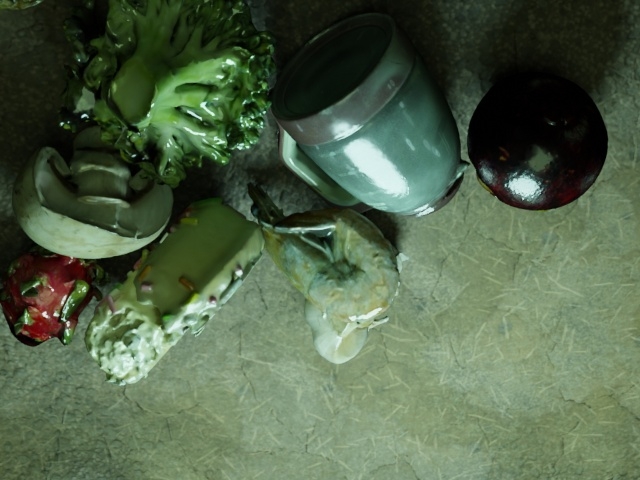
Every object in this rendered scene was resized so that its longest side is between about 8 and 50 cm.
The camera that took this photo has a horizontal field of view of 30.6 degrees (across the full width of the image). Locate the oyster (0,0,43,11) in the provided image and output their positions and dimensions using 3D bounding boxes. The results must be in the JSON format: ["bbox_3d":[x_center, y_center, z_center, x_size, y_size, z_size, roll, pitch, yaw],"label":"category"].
[{"bbox_3d":[-0.364,-0.441,1.694,0.166,0.110,0.341,33,132,-23],"label":"oyster"}]

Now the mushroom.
[{"bbox_3d":[-0.384,-0.068,1.903,0.253,0.195,0.189,14,149,-35],"label":"mushroom"}]

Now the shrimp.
[{"bbox_3d":[0.000,0.000,1.929,0.168,0.077,0.317,-45,79,7],"label":"shrimp"}]

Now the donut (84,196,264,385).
[{"bbox_3d":[-0.230,0.068,1.897,0.150,0.307,0.371,44,145,-5],"label":"donut"}]

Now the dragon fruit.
[{"bbox_3d":[-0.451,0.086,1.990,0.172,0.160,0.166,-43,89,19],"label":"dragon fruit"}]

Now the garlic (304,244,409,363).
[{"bbox_3d":[0.046,0.094,2.031,0.142,0.178,0.229,26,99,17],"label":"garlic"}]

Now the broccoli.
[{"bbox_3d":[-0.241,-0.257,1.774,0.334,0.324,0.272,-37,158,18],"label":"broccoli"}]

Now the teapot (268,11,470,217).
[{"bbox_3d":[0.068,-0.158,1.857,0.315,0.233,0.312,-13,130,38],"label":"teapot"}]

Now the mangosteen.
[{"bbox_3d":[0.336,-0.143,1.873,0.228,0.228,0.265,10,151,-8],"label":"mangosteen"}]
